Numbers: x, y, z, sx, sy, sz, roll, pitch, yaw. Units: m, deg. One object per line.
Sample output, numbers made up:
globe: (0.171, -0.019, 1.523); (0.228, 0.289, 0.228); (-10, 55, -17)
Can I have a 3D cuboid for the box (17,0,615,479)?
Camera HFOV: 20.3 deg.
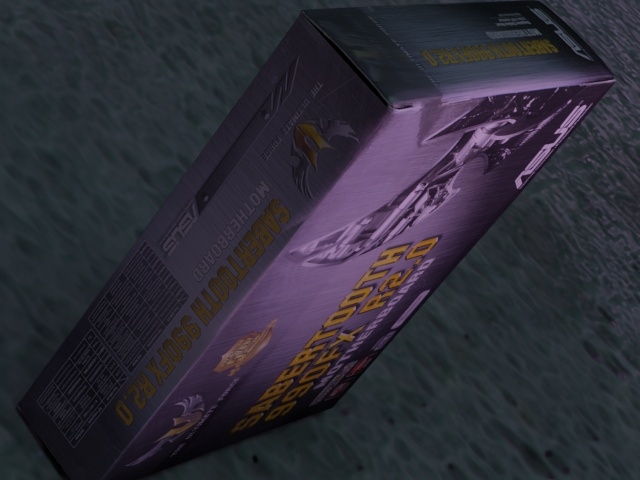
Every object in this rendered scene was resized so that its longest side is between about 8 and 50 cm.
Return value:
box: (0.000, 0.000, 0.760); (0.056, 0.231, 0.183); (49, 31, 18)
